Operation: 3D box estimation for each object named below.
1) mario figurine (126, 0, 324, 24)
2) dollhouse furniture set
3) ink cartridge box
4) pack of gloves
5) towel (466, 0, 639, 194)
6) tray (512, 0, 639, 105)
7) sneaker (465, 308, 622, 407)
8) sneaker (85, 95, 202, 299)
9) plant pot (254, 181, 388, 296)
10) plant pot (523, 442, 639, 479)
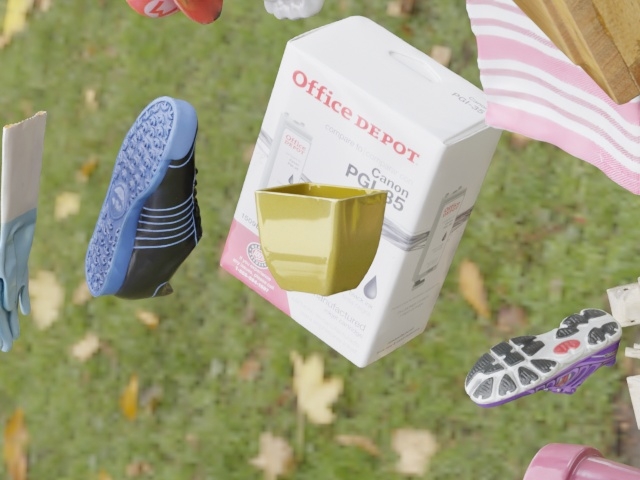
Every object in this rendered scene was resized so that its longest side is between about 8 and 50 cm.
[{"bbox_3d":[-0.026,-0.274,1.368,0.320,0.198,0.170,-35,17,18],"label":"mario figurine"},{"bbox_3d":[0.405,0.105,1.859,0.101,0.182,0.161,-13,89,29],"label":"dollhouse furniture set"},{"bbox_3d":[0.037,-0.050,1.703,0.207,0.117,0.283,35,128,23],"label":"ink cartridge box"},{"bbox_3d":[-0.313,0.009,1.532,0.046,0.195,0.232,11,108,12],"label":"pack of gloves"},{"bbox_3d":[0.135,-0.126,1.016,0.144,0.029,0.197,31,150,45],"label":"towel"},{"bbox_3d":[0.030,-0.229,0.720,0.076,0.203,0.411,-33,32,4],"label":"tray"},{"bbox_3d":[0.222,0.130,1.654,0.068,0.170,0.071,-130,26,-50],"label":"sneaker"},{"bbox_3d":[-0.152,-0.038,1.650,0.232,0.090,0.081,-63,40,32],"label":"sneaker"},{"bbox_3d":[0.000,0.000,1.376,0.081,0.081,0.083,7,101,31],"label":"plant pot"},{"bbox_3d":[0.346,0.343,1.991,0.180,0.201,0.201,2,86,30],"label":"plant pot"}]
